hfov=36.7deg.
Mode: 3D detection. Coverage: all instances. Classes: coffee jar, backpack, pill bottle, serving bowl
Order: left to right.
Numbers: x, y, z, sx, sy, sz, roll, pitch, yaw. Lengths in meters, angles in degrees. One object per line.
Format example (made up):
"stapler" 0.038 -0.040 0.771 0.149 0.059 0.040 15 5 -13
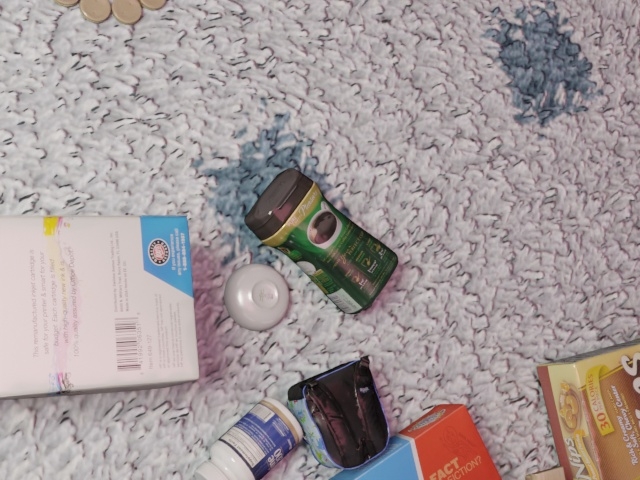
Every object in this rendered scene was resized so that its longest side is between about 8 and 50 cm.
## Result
"pill bottle" -0.083 0.239 1.092 0.120 0.067 0.067 -40 98 -27
"serving bowl" -0.072 0.066 1.155 0.083 0.027 0.083 6 78 -26
"coffee jar" 0.000 0.000 1.174 0.184 0.079 0.096 42 67 -14
"backpack" 0.023 0.210 1.140 0.105 0.084 0.114 -20 85 -29

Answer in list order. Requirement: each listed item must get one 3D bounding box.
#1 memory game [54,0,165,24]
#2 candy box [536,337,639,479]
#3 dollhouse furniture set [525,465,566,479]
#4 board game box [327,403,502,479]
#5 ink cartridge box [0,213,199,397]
"memory game" -0.259 -0.346 1.154 0.186 0.012 0.186 6 77 -26
"candy box" 0.468 0.230 1.353 0.316 0.087 0.183 -10 84 -28
"dollhouse furniture set" 0.448 0.427 1.166 0.303 0.174 0.355 -10 88 -22
"board game box" 0.142 0.396 1.173 0.242 0.064 0.316 -28 93 -28
"ink cartridge box" -0.264 0.072 0.979 0.232 0.168 0.171 0 79 -26
